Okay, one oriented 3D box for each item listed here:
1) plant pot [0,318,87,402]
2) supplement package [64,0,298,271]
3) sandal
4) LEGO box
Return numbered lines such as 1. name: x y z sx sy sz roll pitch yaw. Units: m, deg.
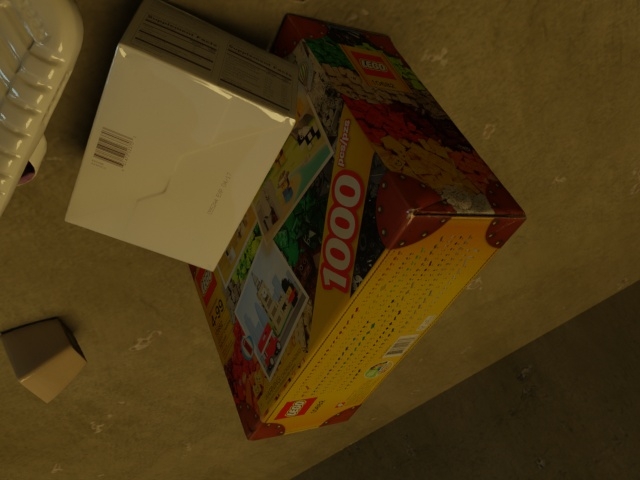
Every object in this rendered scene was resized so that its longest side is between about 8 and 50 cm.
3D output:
1. plant pot: -0.487 0.206 1.101 0.096 0.109 0.109 -32 148 -16
2. supplement package: -0.174 -0.124 0.770 0.204 0.145 0.262 21 127 -18
3. sandal: -0.392 -0.120 0.714 0.416 0.169 0.102 -42 -176 20
4. LEGO box: 0.000 0.000 0.914 0.193 0.373 0.500 -1 138 -34
